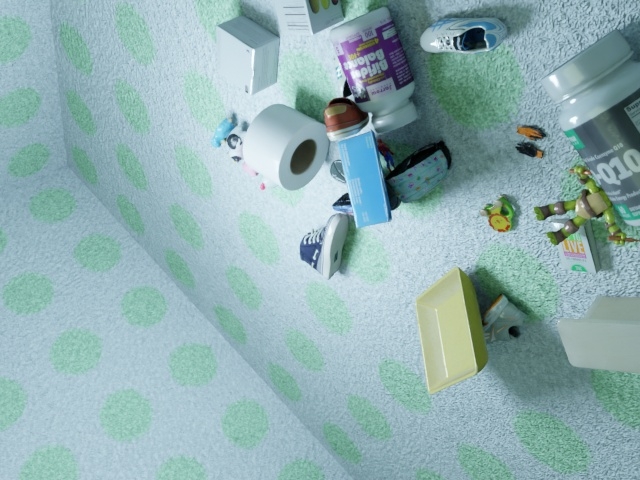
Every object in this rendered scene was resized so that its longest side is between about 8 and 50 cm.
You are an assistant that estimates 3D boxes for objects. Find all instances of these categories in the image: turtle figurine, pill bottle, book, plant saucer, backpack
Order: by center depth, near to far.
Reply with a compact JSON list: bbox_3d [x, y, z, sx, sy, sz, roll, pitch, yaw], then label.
[{"bbox_3d":[0.620,-0.227,1.258,0.361,0.204,0.204,55,147,-2],"label":"pill bottle"},{"bbox_3d":[0.626,-0.091,1.476,0.217,0.087,0.269,-30,97,40],"label":"turtle figurine"},{"bbox_3d":[0.656,0.013,1.594,0.096,0.035,0.144,7,127,53],"label":"book"},{"bbox_3d":[0.153,-0.450,1.662,0.169,0.169,0.301,-1,119,51],"label":"pill bottle"},{"bbox_3d":[0.274,-0.186,1.740,0.115,0.182,0.152,55,146,-2],"label":"backpack"},{"bbox_3d":[0.419,0.292,1.960,0.333,0.081,0.332,123,146,-61],"label":"plant saucer"}]

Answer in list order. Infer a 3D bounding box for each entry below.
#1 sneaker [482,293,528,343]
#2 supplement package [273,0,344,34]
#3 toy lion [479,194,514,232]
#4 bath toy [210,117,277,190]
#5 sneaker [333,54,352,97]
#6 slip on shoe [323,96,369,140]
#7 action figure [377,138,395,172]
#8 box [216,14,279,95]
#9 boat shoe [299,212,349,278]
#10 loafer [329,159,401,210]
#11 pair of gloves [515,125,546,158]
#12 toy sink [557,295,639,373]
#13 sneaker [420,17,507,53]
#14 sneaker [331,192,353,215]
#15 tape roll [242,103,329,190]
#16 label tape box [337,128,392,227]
[{"bbox_3d":[0.547,0.285,1.917,0.121,0.099,0.262,36,144,18],"label":"sneaker"},{"bbox_3d":[-0.046,-0.705,1.702,0.134,0.139,0.244,19,135,42],"label":"supplement package"},{"bbox_3d":[0.498,-0.067,1.715,0.096,0.034,0.100,46,146,-1],"label":"toy lion"},{"bbox_3d":[-0.264,-0.310,2.343,0.348,0.129,0.151,41,179,20],"label":"bath toy"},{"bbox_3d":[0.071,-0.503,1.830,0.075,0.057,0.161,50,152,38],"label":"sneaker"},{"bbox_3d":[0.069,-0.360,1.763,0.123,0.331,0.101,-14,105,13],"label":"slip on shoe"},{"bbox_3d":[0.204,-0.260,1.901,0.038,0.030,0.115,-25,95,51],"label":"action figure"},{"bbox_3d":[-0.242,-0.611,2.047,0.182,0.119,0.181,38,143,22],"label":"box"},{"bbox_3d":[0.000,0.000,2.294,0.158,0.127,0.340,31,142,18],"label":"boat shoe"},{"bbox_3d":[0.156,-0.186,2.001,0.267,0.084,0.096,34,111,21],"label":"loafer"},{"bbox_3d":[0.521,-0.245,1.540,0.074,0.010,0.083,25,140,35],"label":"pair of gloves"},{"bbox_3d":[0.755,0.234,1.580,0.234,0.131,0.152,-6,115,47],"label":"toy sink"},{"bbox_3d":[0.328,-0.487,1.489,0.237,0.086,0.085,12,131,47],"label":"sneaker"},{"bbox_3d":[0.123,-0.103,2.100,0.221,0.083,0.087,14,137,49],"label":"sneaker"},{"bbox_3d":[-0.113,-0.308,2.050,0.169,0.246,0.246,32,141,28],"label":"tape roll"},{"bbox_3d":[0.127,-0.168,1.766,0.348,0.115,0.249,-27,-75,-82],"label":"label tape box"}]
